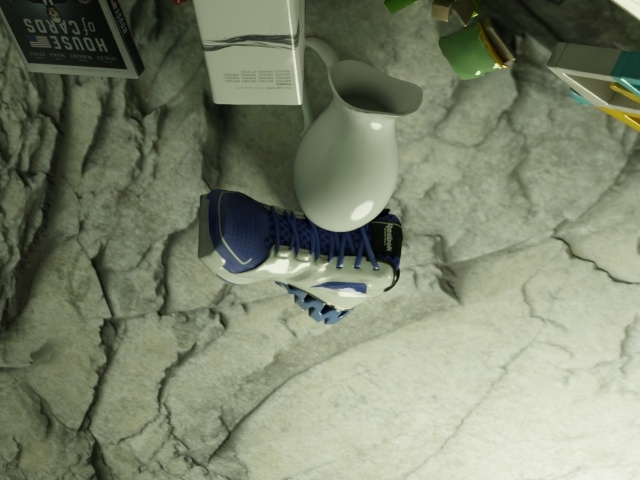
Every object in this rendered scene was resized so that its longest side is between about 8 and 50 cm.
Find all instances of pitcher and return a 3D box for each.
[{"bbox_3d":[0.019,-0.125,1.308,0.178,0.125,0.207,42,141,23],"label":"pitcher"}]

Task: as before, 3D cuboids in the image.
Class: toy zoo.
[{"bbox_3d":[0.346,-0.125,1.043,0.192,0.030,0.293,25,-179,-32],"label":"toy zoo"}]

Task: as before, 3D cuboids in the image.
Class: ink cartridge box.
[{"bbox_3d":[-0.069,-0.271,1.091,0.100,0.172,0.237,0,149,3],"label":"ink cartridge box"}]

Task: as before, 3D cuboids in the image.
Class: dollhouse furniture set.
[{"bbox_3d":[0.137,-0.218,1.165,0.076,0.058,0.151,-18,124,43],"label":"dollhouse furniture set"}]

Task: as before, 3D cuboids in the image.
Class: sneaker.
[{"bbox_3d":[0.001,0.001,1.422,0.182,0.127,0.315,-23,147,32],"label":"sneaker"}]

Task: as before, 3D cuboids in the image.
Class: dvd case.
[{"bbox_3d":[-0.333,-0.306,1.365,0.179,0.029,0.238,7,137,24],"label":"dvd case"}]

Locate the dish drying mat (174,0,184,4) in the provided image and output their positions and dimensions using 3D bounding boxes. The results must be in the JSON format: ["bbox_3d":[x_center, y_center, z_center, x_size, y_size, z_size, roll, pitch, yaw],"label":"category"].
[{"bbox_3d":[-0.182,-0.313,1.285,0.032,0.008,0.083,-12,128,40],"label":"dish drying mat"}]

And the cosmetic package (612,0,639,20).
[{"bbox_3d":[0.362,-0.221,0.899,0.309,0.113,0.160,26,154,-30],"label":"cosmetic package"}]
